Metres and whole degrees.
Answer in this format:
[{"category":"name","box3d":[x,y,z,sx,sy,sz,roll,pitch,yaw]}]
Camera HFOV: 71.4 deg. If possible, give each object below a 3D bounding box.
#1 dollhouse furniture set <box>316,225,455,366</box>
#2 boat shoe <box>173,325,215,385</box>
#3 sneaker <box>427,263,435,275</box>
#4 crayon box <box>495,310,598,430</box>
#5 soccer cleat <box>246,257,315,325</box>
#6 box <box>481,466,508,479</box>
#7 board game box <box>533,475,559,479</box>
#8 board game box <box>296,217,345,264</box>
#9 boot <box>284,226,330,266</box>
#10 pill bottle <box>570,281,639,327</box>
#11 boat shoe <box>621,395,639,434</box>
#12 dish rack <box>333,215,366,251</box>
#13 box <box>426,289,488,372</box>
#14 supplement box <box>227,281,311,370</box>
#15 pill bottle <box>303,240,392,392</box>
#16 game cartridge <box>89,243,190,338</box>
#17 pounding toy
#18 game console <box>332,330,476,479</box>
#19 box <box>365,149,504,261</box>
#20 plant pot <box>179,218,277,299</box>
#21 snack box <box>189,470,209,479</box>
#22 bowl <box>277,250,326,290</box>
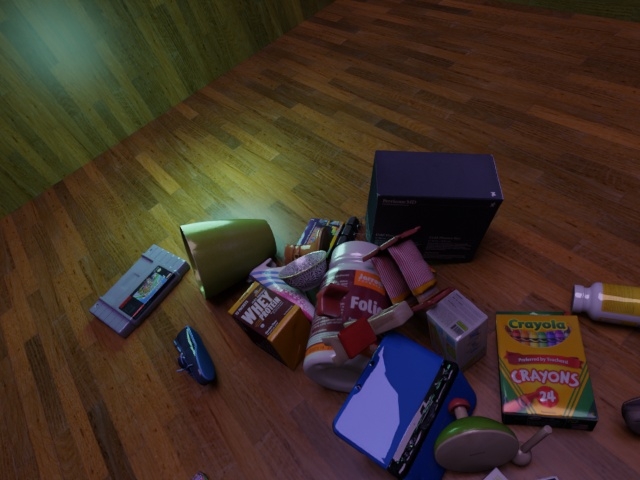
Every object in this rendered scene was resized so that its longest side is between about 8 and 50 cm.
[{"category":"dollhouse furniture set","box3d":[0.151,0.126,1.117,0.373,0.152,0.202,-23,81,-44]},{"category":"boat shoe","box3d":[-0.408,0.383,1.428,0.089,0.109,0.258,-40,32,-6]},{"category":"sneaker","box3d":[0.293,0.139,1.387,0.067,0.064,0.175,37,73,29]},{"category":"crayon box","box3d":[0.557,0.302,1.134,0.202,0.081,0.319,-3,49,18]},{"category":"soccer cleat","box3d":[-0.107,0.157,1.483,0.331,0.116,0.143,28,64,36]},{"category":"box","box3d":[0.334,0.646,0.876,0.321,0.059,0.232,-24,44,-27]},{"category":"board game box","box3d":[0.367,0.589,0.856,0.304,0.053,0.193,-7,39,-8]},{"category":"board game box","box3d":[0.000,0.000,1.625,0.140,0.048,0.170,9,55,25]},{"category":"boot","box3d":[-0.053,0.033,1.530,0.152,0.197,0.072,19,18,28]},{"category":"pill bottle","box3d":[0.762,0.164,1.160,0.183,0.103,0.103,7,54,25]},{"category":"boat shoe","box3d":[0.833,0.340,0.984,0.354,0.133,0.130,-10,38,1]},{"category":"dish rack","box3d":[0.187,0.016,1.528,0.271,0.074,0.208,9,56,25]},{"category":"box","box3d":[0.361,0.245,1.171,0.103,0.203,0.114,-34,48,-11]},{"category":"supplement box","box3d":[-0.141,0.259,1.355,0.194,0.191,0.129,23,62,35]},{"category":"pill bottle","box3d":[0.094,0.211,1.287,0.223,0.224,0.393,-2,51,19]},{"category":"game cartridge","box3d":[-0.695,0.184,1.720,0.230,0.068,0.355,18,59,37]},{"category":"pounding toy","box3d":[0.366,0.429,1.012,0.236,0.183,0.110,-1,38,-1]},{"category":"game console","box3d":[0.214,0.418,1.080,0.173,0.250,0.293,8,52,48]},{"category":"box","box3d":[0.319,-0.095,1.344,0.342,0.313,0.179,2,55,0]},{"category":"plant pot","box3d":[-0.317,0.032,1.598,0.293,0.275,0.275,-20,44,-20]},{"category":"snack box","box3d":[-0.339,0.695,1.158,0.141,0.037,0.100,-42,51,-17]},{"category":"bowl","box3d":[-0.042,0.107,1.408,0.170,0.080,0.170,-25,14,6]}]
